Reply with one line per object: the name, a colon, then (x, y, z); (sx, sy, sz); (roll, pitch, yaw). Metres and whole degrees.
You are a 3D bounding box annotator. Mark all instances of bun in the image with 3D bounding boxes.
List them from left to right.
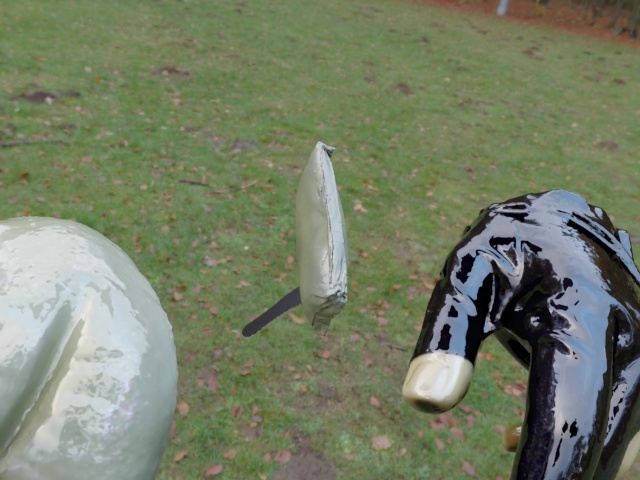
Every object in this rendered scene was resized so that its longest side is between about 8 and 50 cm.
bun: (-0.305, 0.142, 0.492); (0.219, 0.365, 0.365); (22, 13, -47)

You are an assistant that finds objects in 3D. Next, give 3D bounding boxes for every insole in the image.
insole: (-0.050, 0.090, 0.732); (0.135, 0.002, 0.045); (-35, 26, -13)

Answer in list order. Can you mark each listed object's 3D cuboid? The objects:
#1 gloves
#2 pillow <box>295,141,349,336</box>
gloves: (0.153, 0.089, 0.384); (0.197, 0.152, 0.301); (30, 66, -12)
pillow: (0.000, 0.000, 0.633); (0.053, 0.119, 0.208); (3, 66, -15)
